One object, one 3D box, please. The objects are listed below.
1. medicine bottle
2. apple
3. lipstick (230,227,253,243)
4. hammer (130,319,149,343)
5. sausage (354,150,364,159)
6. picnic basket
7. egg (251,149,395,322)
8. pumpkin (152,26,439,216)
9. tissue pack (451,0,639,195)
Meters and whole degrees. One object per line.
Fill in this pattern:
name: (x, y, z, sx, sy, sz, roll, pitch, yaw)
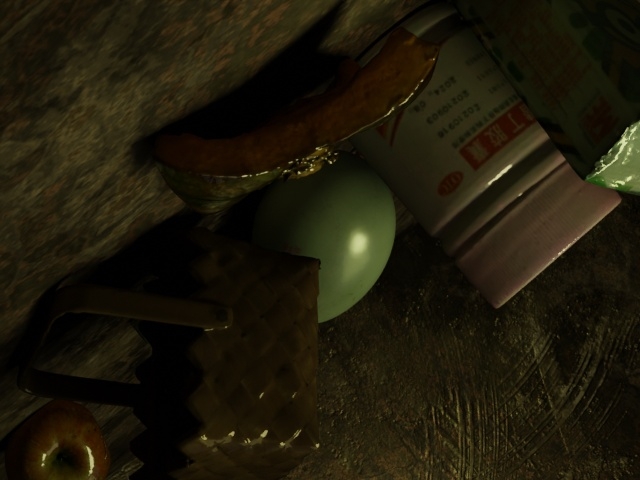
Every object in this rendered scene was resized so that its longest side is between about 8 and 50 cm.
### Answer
medicine bottle: (0.178, -0.101, 1.456, 0.202, 0.316, 0.202, -40, 174, -5)
apple: (-0.397, 0.319, 1.848, 0.146, 0.163, 0.147, -24, -169, -18)
lipstick: (-0.111, 0.028, 1.712, 0.080, 0.080, 0.241, -44, 172, 24)
hammer: (-0.208, 0.114, 1.896, 0.111, 0.043, 0.365, -40, 174, -3)
sausage: (0.093, -0.141, 1.910, 0.158, 0.036, 0.042, -29, 132, -61)
picnic basket: (-0.167, 0.140, 1.414, 0.321, 0.291, 0.254, 11, 150, -21)
egg: (0.000, 0.000, 1.620, 0.183, 0.183, 0.264, -34, 152, -43)
pumpkin: (-0.034, -0.104, 1.223, 0.290, 0.095, 0.258, -29, -177, -13)
tissue pack: (0.309, -0.189, 1.373, 0.228, 0.311, 0.128, 9, 132, -41)
